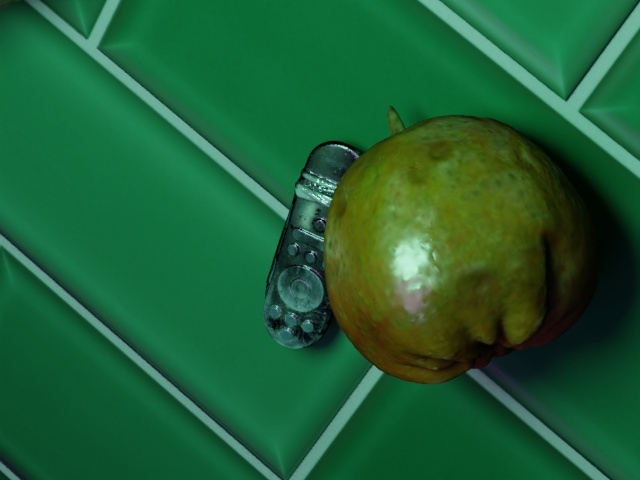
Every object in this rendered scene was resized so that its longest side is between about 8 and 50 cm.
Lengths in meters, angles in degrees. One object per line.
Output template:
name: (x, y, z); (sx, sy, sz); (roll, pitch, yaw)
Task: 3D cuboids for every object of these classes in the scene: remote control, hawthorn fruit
remote control: (0.000, 0.000, 1.928); (0.090, 0.066, 0.266); (21, 119, 6)
hawthorn fruit: (0.124, -0.013, 1.723); (0.277, 0.277, 0.298); (-36, 66, 38)

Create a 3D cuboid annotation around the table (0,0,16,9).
table: (-0.455, -0.371, 1.884); (0.282, 0.196, 0.250); (-19, 131, 40)
